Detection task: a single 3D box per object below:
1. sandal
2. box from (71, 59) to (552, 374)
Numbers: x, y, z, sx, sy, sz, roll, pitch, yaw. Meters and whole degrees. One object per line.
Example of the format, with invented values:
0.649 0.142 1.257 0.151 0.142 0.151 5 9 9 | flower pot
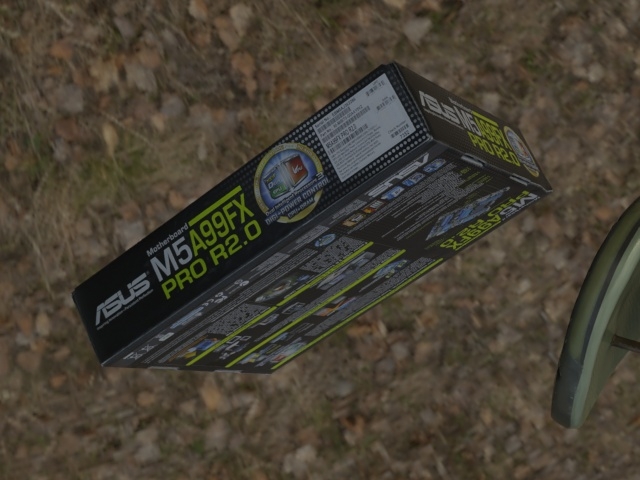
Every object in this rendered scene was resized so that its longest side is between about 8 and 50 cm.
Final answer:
0.248 0.009 0.769 0.303 0.086 0.120 -35 145 -23 | sandal
0.000 0.000 0.865 0.270 0.060 0.216 -34 159 22 | box
